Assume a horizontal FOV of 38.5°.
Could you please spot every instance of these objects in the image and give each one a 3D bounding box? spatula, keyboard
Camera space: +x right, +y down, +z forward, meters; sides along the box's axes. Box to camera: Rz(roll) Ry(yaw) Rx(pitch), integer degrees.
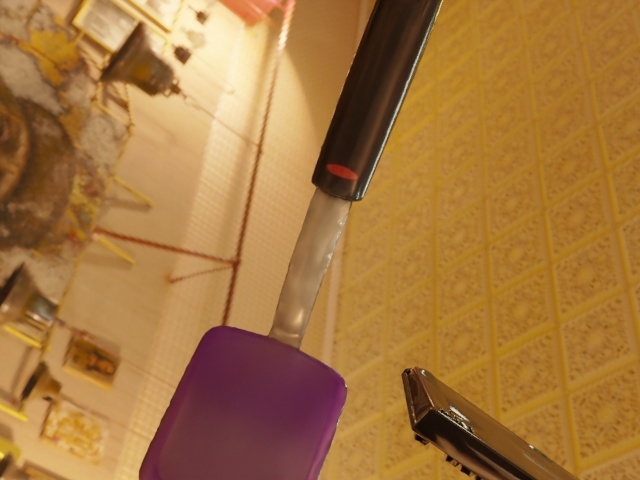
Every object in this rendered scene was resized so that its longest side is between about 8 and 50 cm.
[{"bbox_3d":[0.000,0.000,0.441,0.030,0.084,0.297,-24,136,-81],"label":"spatula"},{"bbox_3d":[0.118,0.133,0.463,0.023,0.180,0.108,-54,-172,6],"label":"keyboard"}]
